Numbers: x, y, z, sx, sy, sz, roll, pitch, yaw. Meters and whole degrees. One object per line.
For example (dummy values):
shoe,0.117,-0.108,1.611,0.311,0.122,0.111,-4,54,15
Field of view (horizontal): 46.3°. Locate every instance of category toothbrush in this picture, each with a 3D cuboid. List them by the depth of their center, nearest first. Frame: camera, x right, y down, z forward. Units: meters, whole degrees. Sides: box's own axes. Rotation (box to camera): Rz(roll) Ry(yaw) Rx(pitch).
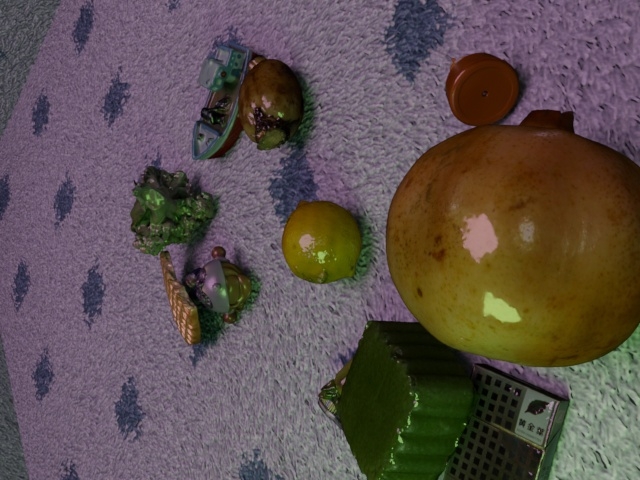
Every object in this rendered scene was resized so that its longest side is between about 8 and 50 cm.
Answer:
toothbrush,0.103,0.421,1.507,0.413,0.035,0.042,36,108,52

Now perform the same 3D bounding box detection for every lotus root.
lotus root,-0.122,-0.345,1.837,0.169,0.141,0.314,-38,48,35

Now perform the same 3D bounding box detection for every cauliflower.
cauliflower,-0.439,-0.089,2.052,0.239,0.315,0.256,35,80,11

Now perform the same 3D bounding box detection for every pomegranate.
pomegranate,0.300,-0.010,1.119,0.416,0.416,0.417,-10,76,47

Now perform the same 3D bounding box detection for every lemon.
lemon,0.000,0.000,1.617,0.173,0.173,0.206,-38,61,39

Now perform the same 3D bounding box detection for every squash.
squash,0.083,0.275,1.556,0.200,0.075,0.090,-41,72,11

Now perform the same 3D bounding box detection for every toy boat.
toy boat,-0.277,-0.370,2.022,0.145,0.133,0.332,34,109,45

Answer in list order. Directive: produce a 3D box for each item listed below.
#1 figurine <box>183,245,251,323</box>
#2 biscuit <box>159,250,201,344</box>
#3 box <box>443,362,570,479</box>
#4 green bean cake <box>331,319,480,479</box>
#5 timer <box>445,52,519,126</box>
figurine,-0.287,0.111,1.960,0.274,0.133,0.194,24,117,50
biscuit,-0.386,0.178,2.055,0.309,0.040,0.205,-130,30,-51
box,0.305,0.397,1.301,0.180,0.047,0.325,20,100,48
green bean cake,0.152,0.300,1.380,0.247,0.156,0.250,-125,47,-57
timer,0.283,-0.304,1.402,0.132,0.132,0.152,-58,26,25
